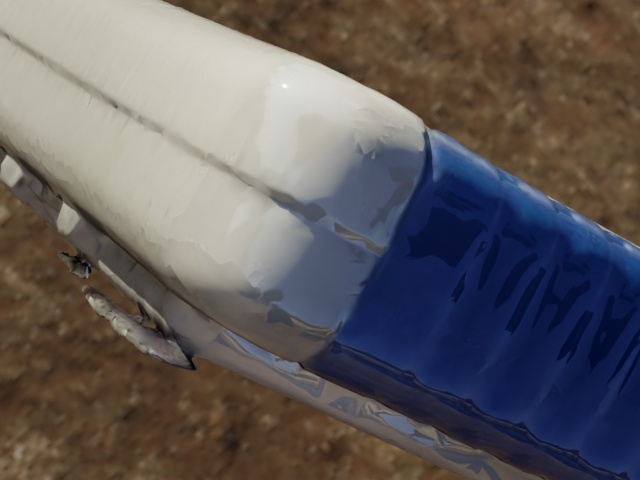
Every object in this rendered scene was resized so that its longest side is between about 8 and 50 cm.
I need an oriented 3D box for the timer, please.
[{"bbox_3d":[0.000,0.000,0.497,0.178,0.078,0.253,27,3,-28],"label":"timer"}]
